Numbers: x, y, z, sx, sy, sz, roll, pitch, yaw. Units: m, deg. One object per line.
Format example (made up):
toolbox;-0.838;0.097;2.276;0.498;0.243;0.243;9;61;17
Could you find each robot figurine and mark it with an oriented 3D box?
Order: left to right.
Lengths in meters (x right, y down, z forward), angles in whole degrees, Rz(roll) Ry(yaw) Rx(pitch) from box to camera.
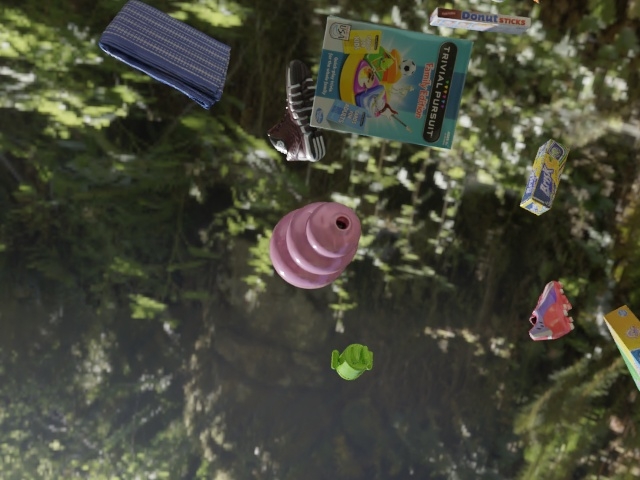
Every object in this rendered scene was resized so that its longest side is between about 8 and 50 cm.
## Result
robot figurine;0.077;0.285;2.113;0.101;0.115;0.067;2;-120;-18

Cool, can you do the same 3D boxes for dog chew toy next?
dog chew toy;0.000;0.000;2.193;0.207;0.206;0.332;-1;167;-19

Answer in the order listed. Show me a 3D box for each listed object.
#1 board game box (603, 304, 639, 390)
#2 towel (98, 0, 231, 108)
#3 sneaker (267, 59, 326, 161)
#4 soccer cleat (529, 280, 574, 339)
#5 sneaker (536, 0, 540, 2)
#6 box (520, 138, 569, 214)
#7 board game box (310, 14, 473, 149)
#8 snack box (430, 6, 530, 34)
board game box;0.786;0.322;2.115;0.064;0.242;0.316;-28;-163;9
towel;-0.298;-0.376;1.783;0.243;0.040;0.336;26;-156;-13
sneaker;-0.091;-0.348;2.496;0.163;0.281;0.106;-6;-172;37
soccer cleat;0.521;0.158;2.061;0.095;0.083;0.248;-22;-168;16
sneaker;0.521;-0.652;2.251;0.087;0.083;0.221;35;-172;13
box;0.524;-0.148;2.104;0.054;0.059;0.168;25;-112;-8
board game box;0.161;-0.367;2.097;0.336;0.253;0.079;9;-164;0
snack box;0.300;-0.413;1.702;0.178;0.022;0.064;5;-179;-5
